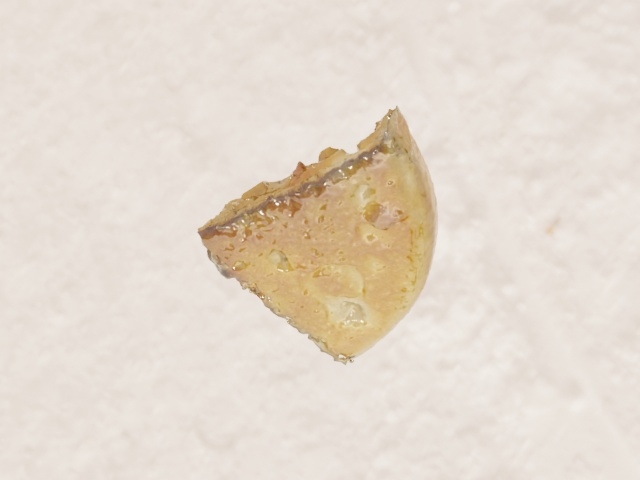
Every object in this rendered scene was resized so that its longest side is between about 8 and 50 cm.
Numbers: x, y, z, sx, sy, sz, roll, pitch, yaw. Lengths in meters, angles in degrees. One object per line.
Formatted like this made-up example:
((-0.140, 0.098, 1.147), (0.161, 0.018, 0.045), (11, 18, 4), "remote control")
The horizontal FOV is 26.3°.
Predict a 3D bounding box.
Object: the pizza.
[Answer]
((0.000, 0.000, 0.755), (0.130, 0.178, 0.041), (-2, 42, 7), "pizza")
